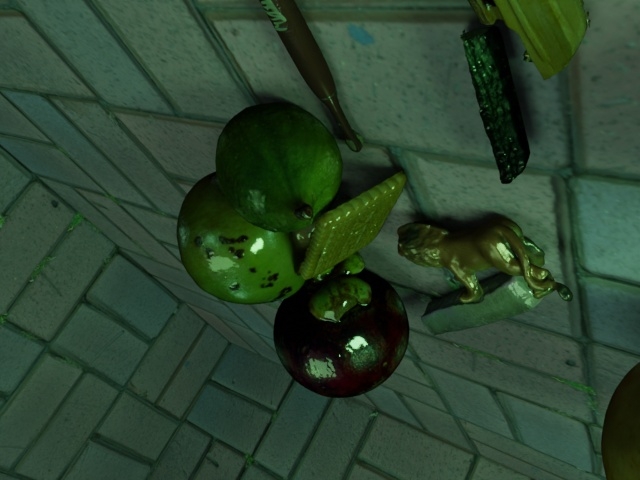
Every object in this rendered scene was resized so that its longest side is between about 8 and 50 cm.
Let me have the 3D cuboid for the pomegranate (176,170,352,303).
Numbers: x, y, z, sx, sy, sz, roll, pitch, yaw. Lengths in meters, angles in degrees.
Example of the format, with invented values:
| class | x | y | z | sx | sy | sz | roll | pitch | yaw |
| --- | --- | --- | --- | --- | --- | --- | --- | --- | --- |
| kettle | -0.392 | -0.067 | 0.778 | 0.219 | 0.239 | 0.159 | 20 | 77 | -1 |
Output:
| class | x | y | z | sx | sy | sz | roll | pitch | yaw |
| --- | --- | --- | --- | --- | --- | --- | --- | --- | --- |
| pomegranate | -0.105 | 0.005 | 1.130 | 0.323 | 0.290 | 0.290 | 15 | 155 | 20 |

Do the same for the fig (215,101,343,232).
| class | x | y | z | sx | sy | sz | roll | pitch | yaw |
| --- | --- | --- | --- | --- | --- | --- | --- | --- | --- |
| fig | -0.063 | -0.083 | 0.886 | 0.203 | 0.235 | 0.203 | -2 | 127 | -2 |

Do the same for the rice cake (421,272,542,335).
| class | x | y | z | sx | sy | sz | roll | pitch | yaw |
| --- | --- | --- | --- | --- | --- | --- | --- | --- | --- |
| rice cake | 0.298 | 0.124 | 1.141 | 0.070 | 0.064 | 0.399 | 41 | 159 | -1 |

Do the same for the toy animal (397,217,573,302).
| class | x | y | z | sx | sy | sz | roll | pitch | yaw |
| --- | --- | --- | --- | --- | --- | --- | --- | --- | --- |
| toy animal | 0.243 | 0.020 | 0.946 | 0.157 | 0.097 | 0.312 | 45 | 154 | -19 |

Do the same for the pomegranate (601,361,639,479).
| class | x | y | z | sx | sy | sz | roll | pitch | yaw |
| --- | --- | --- | --- | --- | --- | --- | --- | --- | --- |
| pomegranate | 0.583 | 0.297 | 0.757 | 0.412 | 0.411 | 0.411 | 26 | 159 | 11 |

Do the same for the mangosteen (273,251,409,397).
| class | x | y | z | sx | sy | sz | roll | pitch | yaw |
| --- | --- | --- | --- | --- | --- | --- | --- | --- | --- |
| mangosteen | 0.030 | 0.175 | 1.300 | 0.306 | 0.306 | 0.359 | 9 | 140 | 44 |

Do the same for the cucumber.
| class | x | y | z | sx | sy | sz | roll | pitch | yaw |
| --- | --- | --- | --- | --- | --- | --- | --- | --- | --- |
| cucumber | 0.193 | -0.157 | 0.655 | 0.046 | 0.070 | 0.220 | -20 | 138 | 13 |

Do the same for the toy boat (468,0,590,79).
| class | x | y | z | sx | sy | sz | roll | pitch | yaw |
| --- | --- | --- | --- | --- | --- | --- | --- | --- | --- |
| toy boat | 0.164 | -0.234 | 0.515 | 0.088 | 0.068 | 0.226 | 13 | 156 | 49 |

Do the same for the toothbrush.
| class | x | y | z | sx | sy | sz | roll | pitch | yaw |
| --- | --- | --- | --- | --- | --- | --- | --- | --- | --- |
| toothbrush | -0.015 | -0.239 | 0.775 | 0.041 | 0.041 | 0.364 | 14 | 154 | 37 |

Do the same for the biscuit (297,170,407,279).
| class | x | y | z | sx | sy | sz | roll | pitch | yaw |
| --- | --- | --- | --- | --- | --- | --- | --- | --- | --- |
| biscuit | 0.050 | -0.014 | 0.999 | 0.029 | 0.172 | 0.254 | 54 | 159 | 14 |
